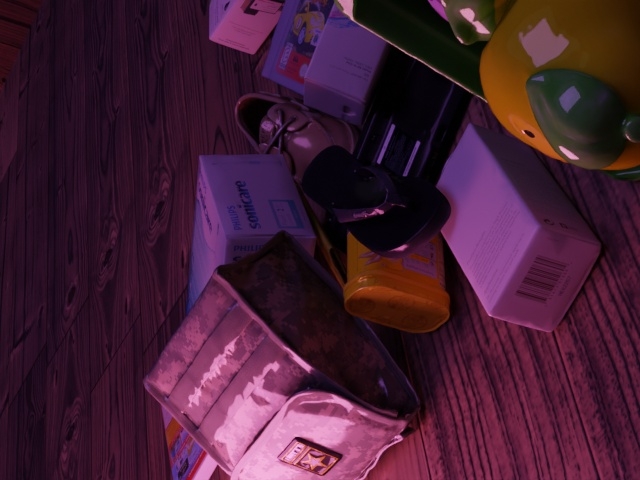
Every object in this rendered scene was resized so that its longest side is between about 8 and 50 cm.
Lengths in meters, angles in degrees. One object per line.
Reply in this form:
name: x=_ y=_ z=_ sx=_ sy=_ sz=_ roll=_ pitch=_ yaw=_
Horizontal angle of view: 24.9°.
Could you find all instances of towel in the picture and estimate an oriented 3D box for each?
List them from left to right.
towel: x=0.000 y=0.000 z=1.936 sx=0.021 sy=0.102 sz=0.237 roll=-28 pitch=29 yaw=-1

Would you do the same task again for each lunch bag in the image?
lunch bag: x=-0.039 y=0.180 z=1.742 sx=0.287 sy=0.169 sz=0.235 roll=46 pitch=131 yaw=11

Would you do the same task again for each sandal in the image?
sandal: x=0.049 y=-0.048 z=1.645 sx=0.254 sy=0.054 sz=0.097 roll=26 pitch=81 yaw=52

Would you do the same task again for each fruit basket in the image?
fruit basket: x=0.214 y=-0.172 z=1.255 sx=0.283 sy=0.392 sz=0.392 roll=-39 pitch=42 yaw=52

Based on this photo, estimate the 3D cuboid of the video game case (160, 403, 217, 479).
video game case: x=-0.193 y=0.252 z=2.280 sx=0.204 sy=0.025 sz=0.285 roll=-60 pitch=27 yaw=27

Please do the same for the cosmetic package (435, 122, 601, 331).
cosmetic package: x=0.200 y=-0.017 z=1.537 sx=0.117 sy=0.085 sz=0.231 roll=-63 pitch=24 yaw=25

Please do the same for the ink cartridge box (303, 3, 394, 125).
ink cartridge box: x=0.055 y=-0.272 z=1.892 sx=0.154 sy=0.093 sz=0.212 roll=90 pitch=-160 yaw=-83

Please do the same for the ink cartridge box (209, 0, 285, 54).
ink cartridge box: x=-0.101 y=-0.446 z=2.428 sx=0.219 sy=0.093 sz=0.160 roll=-48 pitch=35 yaw=45

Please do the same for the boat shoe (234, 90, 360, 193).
boat shoe: x=-0.039 y=-0.137 z=2.085 sx=0.121 sy=0.110 sz=0.341 roll=-70 pitch=24 yaw=9

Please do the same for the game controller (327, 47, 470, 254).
game controller: x=0.103 y=-0.115 z=1.850 sx=0.166 sy=0.067 sz=0.319 roll=37 pitch=111 yaw=49

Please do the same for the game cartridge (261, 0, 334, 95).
game cartridge: x=0.000 y=-0.313 z=2.184 sx=0.196 sy=0.060 sz=0.294 roll=-67 pitch=25 yaw=6

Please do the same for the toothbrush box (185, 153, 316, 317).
toothbrush box: x=-0.103 y=0.058 z=1.984 sx=0.216 sy=0.126 sz=0.295 roll=-113 pitch=25 yaw=-54

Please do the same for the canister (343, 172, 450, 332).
canister: x=0.089 y=0.011 z=1.706 sx=0.073 sy=0.126 sz=0.170 roll=-45 pitch=35 yaw=46
